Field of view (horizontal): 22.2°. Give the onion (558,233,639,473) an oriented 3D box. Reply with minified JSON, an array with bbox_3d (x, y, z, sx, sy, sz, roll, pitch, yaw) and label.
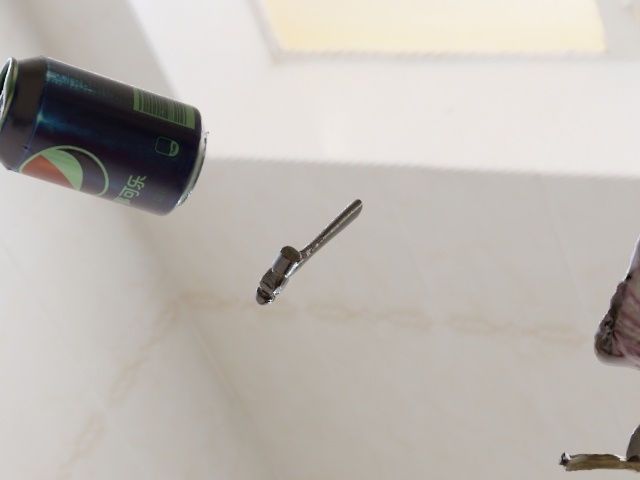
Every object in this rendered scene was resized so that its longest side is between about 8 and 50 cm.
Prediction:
[{"bbox_3d":[0.344,0.039,1.172,0.230,0.272,0.256,19,-155,27],"label":"onion"}]

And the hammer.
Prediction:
[{"bbox_3d":[0.000,0.000,1.464,0.021,0.065,0.178,40,-140,9],"label":"hammer"}]

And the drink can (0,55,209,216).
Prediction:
[{"bbox_3d":[-0.219,-0.102,1.575,0.118,0.205,0.118,-51,-150,44],"label":"drink can"}]
